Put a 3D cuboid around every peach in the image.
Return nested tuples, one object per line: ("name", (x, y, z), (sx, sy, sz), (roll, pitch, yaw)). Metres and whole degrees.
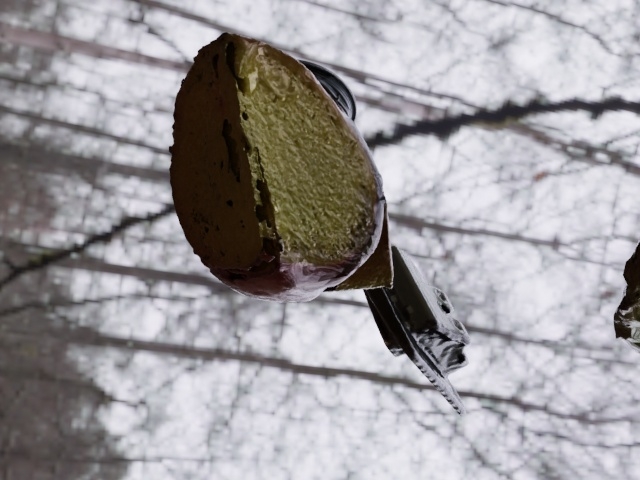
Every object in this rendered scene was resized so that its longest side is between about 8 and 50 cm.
("peach", (-0.039, -0.041, 0.843), (0.092, 0.127, 0.172), (-27, -84, 49))

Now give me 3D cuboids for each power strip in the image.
("power strip", (0.135, 0.098, 1.888), (0.092, 0.251, 0.257), (-34, -126, 12))

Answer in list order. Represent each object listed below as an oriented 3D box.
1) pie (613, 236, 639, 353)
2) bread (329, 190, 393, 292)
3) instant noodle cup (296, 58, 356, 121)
("pie", (0.425, 0.000, 1.459), (0.103, 0.355, 0.288), (30, -65, 25))
("bread", (0.000, 0.000, 1.681), (0.103, 0.172, 0.132), (-124, -151, -78))
("instant noodle cup", (-0.046, -0.131, 1.717), (0.177, 0.208, 0.125), (-46, -149, 47))
